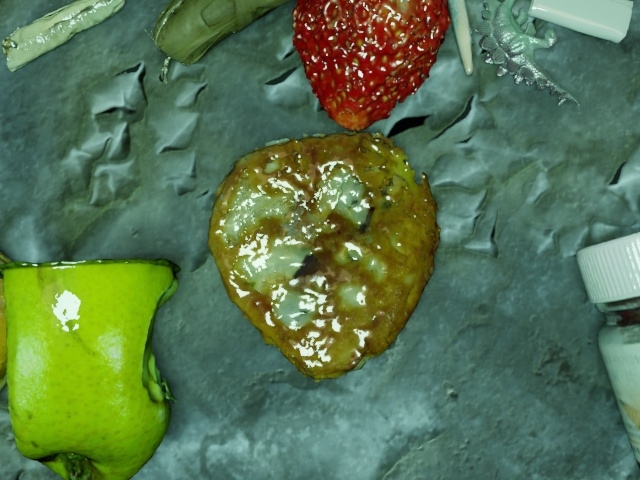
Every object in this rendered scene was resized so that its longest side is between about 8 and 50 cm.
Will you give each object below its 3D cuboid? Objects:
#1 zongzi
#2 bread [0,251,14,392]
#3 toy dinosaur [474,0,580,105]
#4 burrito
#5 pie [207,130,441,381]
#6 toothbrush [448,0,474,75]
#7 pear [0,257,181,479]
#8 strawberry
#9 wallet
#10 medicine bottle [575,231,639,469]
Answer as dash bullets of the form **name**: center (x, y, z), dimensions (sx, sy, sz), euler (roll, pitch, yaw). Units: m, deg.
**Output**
- **zongzi**: center (-0.118, -0.258, 0.868), dimensions (0.189, 0.081, 0.178), euler (-51, 47, -2)
- **bread**: center (-0.533, 0.110, 0.846), dimensions (0.328, 0.148, 0.337), euler (38, 86, 5)
- **toy dinosaur**: center (0.250, -0.238, 0.906), dimensions (0.082, 0.039, 0.209), euler (-36, 74, 2)
- **burrito**: center (-0.326, -0.278, 0.931), dimensions (0.186, 0.041, 0.045), euler (-27, 43, 0)
- **pie**: center (0.000, 0.000, 0.871), dimensions (0.308, 0.085, 0.308), euler (0, 80, 0)
- **toothbrush**: center (0.157, -0.391, 0.931), dimensions (0.037, 0.028, 0.375), euler (-11, 84, 6)
- **pear**: center (-0.241, 0.144, 0.789), dimensions (0.164, 0.238, 0.255), euler (0, 83, -4)
- **strawberry**: center (0.049, -0.230, 0.851), dimensions (0.187, 0.184, 0.201), euler (16, 95, 7)
- **wallet**: center (0.330, -0.295, 0.918), dimensions (0.122, 0.025, 0.061), euler (19, 79, 4)
- **medicine bottle**: center (0.398, 0.119, 0.807), dimensions (0.165, 0.165, 0.273), euler (-17, 84, 0)
